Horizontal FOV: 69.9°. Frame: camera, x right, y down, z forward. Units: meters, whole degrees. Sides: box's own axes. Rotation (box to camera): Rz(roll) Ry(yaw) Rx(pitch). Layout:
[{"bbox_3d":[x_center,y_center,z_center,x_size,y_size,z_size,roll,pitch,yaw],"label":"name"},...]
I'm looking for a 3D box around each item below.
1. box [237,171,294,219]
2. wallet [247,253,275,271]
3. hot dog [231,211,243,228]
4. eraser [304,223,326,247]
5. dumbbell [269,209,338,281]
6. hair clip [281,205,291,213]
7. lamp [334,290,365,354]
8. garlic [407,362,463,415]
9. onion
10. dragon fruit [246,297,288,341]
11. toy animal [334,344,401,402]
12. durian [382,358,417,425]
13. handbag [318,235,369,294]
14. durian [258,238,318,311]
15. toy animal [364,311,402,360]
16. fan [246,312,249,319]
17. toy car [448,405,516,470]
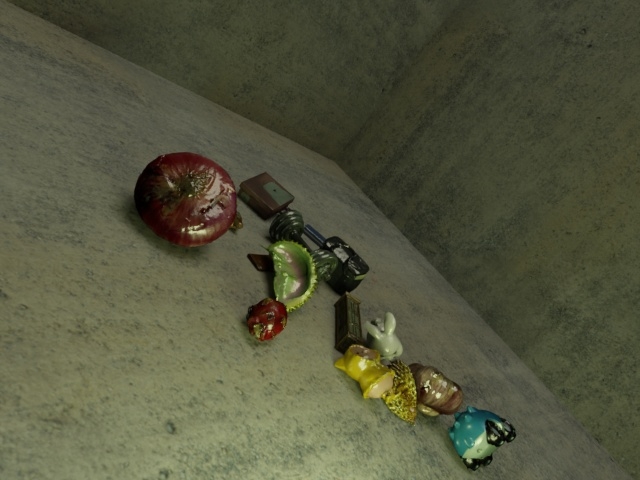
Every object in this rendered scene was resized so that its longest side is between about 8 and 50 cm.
[{"bbox_3d":[-0.275,-0.223,2.292,0.215,0.086,0.215,41,36,7],"label":"box"},{"bbox_3d":[-0.214,0.090,1.869,0.176,0.026,0.095,9,38,-55],"label":"wallet"},{"bbox_3d":[-0.371,-0.091,1.932,0.090,0.060,0.140,21,30,-33],"label":"hot dog"},{"bbox_3d":[0.000,0.000,2.449,0.225,0.036,0.082,40,19,2],"label":"eraser"},{"bbox_3d":[-0.079,0.025,2.034,0.179,0.179,0.406,10,35,-55],"label":"dumbbell"},{"bbox_3d":[-0.218,-0.190,2.470,0.187,0.056,0.146,34,17,-42],"label":"hair clip"},{"bbox_3d":[0.114,0.330,1.839,0.090,0.089,0.325,35,20,-13],"label":"lamp"},{"bbox_3d":[0.415,0.575,1.741,0.245,0.160,0.245,38,-11,9],"label":"garlic"},{"bbox_3d":[-0.466,-0.128,1.594,0.348,0.285,0.347,8,65,-17],"label":"onion"},{"bbox_3d":[-0.158,0.248,1.494,0.125,0.125,0.246,38,9,15],"label":"dragon fruit"},{"bbox_3d":[0.172,0.465,1.587,0.230,0.156,0.156,41,16,35],"label":"toy animal"},{"bbox_3d":[0.282,0.549,1.685,0.252,0.145,0.139,-124,-166,-55],"label":"durian"},{"bbox_3d":[0.097,0.108,2.134,0.254,0.181,0.181,46,32,15],"label":"handbag"},{"bbox_3d":[-0.113,0.125,1.761,0.170,0.157,0.355,20,34,-36],"label":"durian"},{"bbox_3d":[0.246,0.383,1.815,0.193,0.128,0.178,62,14,-78],"label":"toy animal"},{"bbox_3d":[-0.216,0.265,1.503,0.080,0.003,0.060,50,22,28],"label":"fan"},{"bbox_3d":[0.582,0.713,1.699,0.255,0.188,0.190,15,24,-46],"label":"toy car"}]
